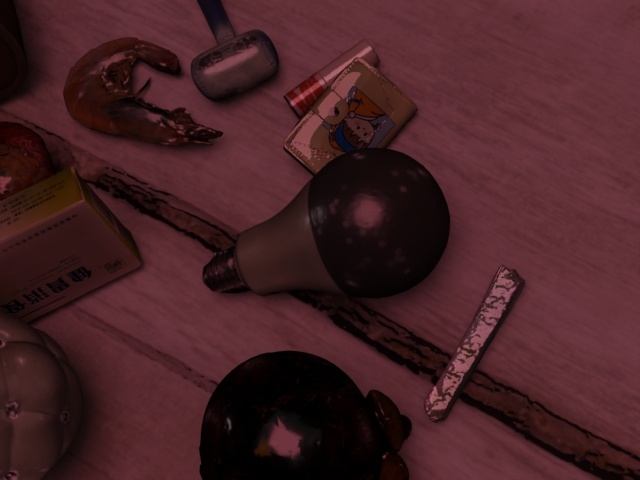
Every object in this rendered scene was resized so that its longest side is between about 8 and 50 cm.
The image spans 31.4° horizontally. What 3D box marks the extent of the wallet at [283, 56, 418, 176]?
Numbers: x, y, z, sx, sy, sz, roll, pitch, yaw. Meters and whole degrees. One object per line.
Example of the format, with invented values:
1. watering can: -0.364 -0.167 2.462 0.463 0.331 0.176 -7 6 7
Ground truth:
1. wallet: 0.037 -0.146 1.453 0.110 0.039 0.155 41 85 -9

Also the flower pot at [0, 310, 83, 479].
1. flower pot: -0.406 0.204 1.358 0.246 0.246 0.195 -41 106 -2

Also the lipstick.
1. lipstick: 0.015 -0.211 1.489 0.130 0.038 0.038 -35 74 0

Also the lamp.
1. lamp: 0.015 0.000 1.401 0.313 0.182 0.182 -23 71 38

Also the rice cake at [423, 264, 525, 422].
1. rice cake: 0.184 0.126 1.379 0.034 0.043 0.211 29 83 22

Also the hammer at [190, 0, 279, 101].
1. hammer: -0.135 -0.282 1.523 0.116 0.069 0.194 -25 66 3

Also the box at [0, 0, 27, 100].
1. box: -0.545 -0.309 1.489 0.300 0.301 0.216 -14 68 6

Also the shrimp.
1. shrimp: -0.230 -0.195 1.519 0.251 0.052 0.144 22 78 14

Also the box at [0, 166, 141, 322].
1. box: -0.377 0.027 1.421 0.260 0.175 0.062 -27 58 2

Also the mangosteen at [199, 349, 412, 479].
1. mangosteen: -0.010 0.234 1.311 0.265 0.228 0.228 -9 73 -27

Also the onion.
1. onion: -0.430 -0.067 1.471 0.184 0.147 0.184 -5 81 34
